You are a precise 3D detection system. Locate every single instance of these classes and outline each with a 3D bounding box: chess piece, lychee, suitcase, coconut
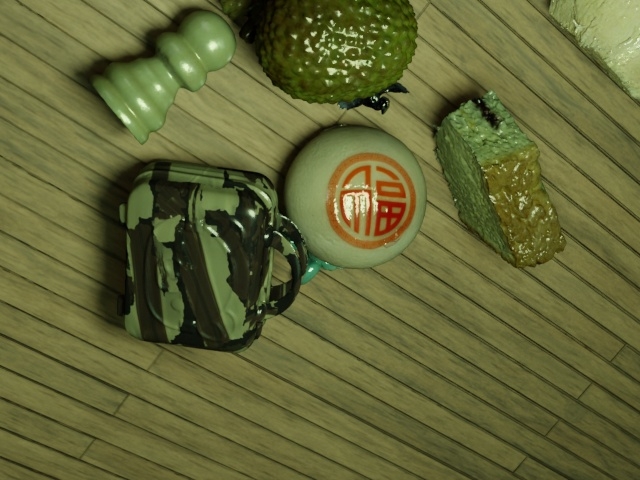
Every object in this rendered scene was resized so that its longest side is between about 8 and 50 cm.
[{"bbox_3d":[-0.259,-0.300,1.630,0.251,0.144,0.144,-39,121,-3],"label":"chess piece"},{"bbox_3d":[0.005,-0.362,1.614,0.320,0.270,0.270,-5,123,24],"label":"lychee"},{"bbox_3d":[-0.194,0.034,1.753,0.339,0.194,0.351,7,115,3],"label":"suitcase"},{"bbox_3d":[0.604,-0.433,1.768,0.297,0.297,0.254,35,112,-30],"label":"coconut"}]

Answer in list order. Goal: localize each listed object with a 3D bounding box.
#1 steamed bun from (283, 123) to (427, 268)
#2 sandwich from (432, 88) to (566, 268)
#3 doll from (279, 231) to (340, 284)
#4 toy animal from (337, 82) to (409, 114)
[{"bbox_3d":[0.075,-0.080,1.784,0.283,0.177,0.283,-2,97,-17],"label":"steamed bun"},{"bbox_3d":[0.337,-0.133,1.836,0.131,0.262,0.325,-29,120,-5],"label":"sandwich"},{"bbox_3d":[0.000,0.000,1.904,0.158,0.059,0.159,-16,118,-9],"label":"doll"},{"bbox_3d":[0.086,-0.277,1.772,0.220,0.108,0.062,-21,124,-45],"label":"toy animal"}]
